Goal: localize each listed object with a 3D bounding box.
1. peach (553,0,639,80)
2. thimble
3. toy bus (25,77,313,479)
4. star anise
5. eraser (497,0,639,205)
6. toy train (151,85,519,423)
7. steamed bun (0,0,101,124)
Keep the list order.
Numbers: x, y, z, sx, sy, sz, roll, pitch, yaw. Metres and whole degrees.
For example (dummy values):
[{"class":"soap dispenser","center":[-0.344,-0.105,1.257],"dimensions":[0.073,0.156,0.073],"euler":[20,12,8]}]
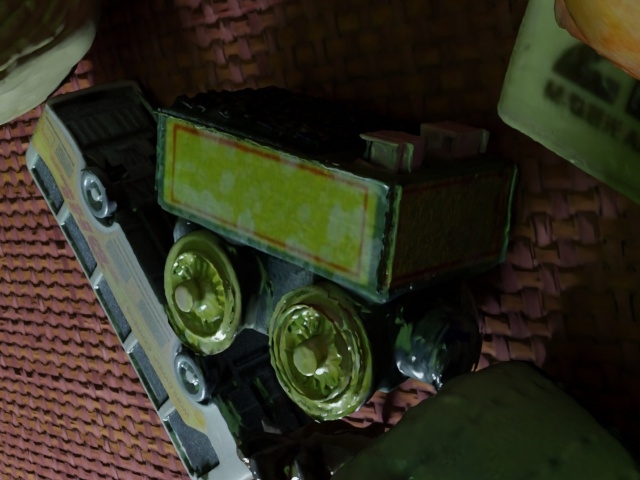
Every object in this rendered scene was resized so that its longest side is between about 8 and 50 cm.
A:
[{"class":"peach","center":[0.173,-0.140,0.350],"dimensions":[0.232,0.232,0.256],"euler":[60,148,9]},{"class":"thimble","center":[0.087,0.183,0.574],"dimensions":[0.150,0.237,0.237],"euler":[42,133,31]},{"class":"toy bus","center":[-0.123,0.035,0.845],"dimensions":[0.342,0.097,0.138],"euler":[60,142,10]},{"class":"star anise","center":[-0.027,0.228,0.684],"dimensions":[0.148,0.218,0.227],"euler":[16,94,36]},{"class":"eraser","center":[0.175,-0.072,0.497],"dimensions":[0.172,0.058,0.117],"euler":[39,132,30]},{"class":"toy train","center":[0.000,0.000,0.672],"dimensions":[0.261,0.134,0.177],"euler":[20,113,41]},{"class":"steamed bun","center":[-0.309,-0.221,0.820],"dimensions":[0.289,0.276,0.203],"euler":[52,150,0]}]
